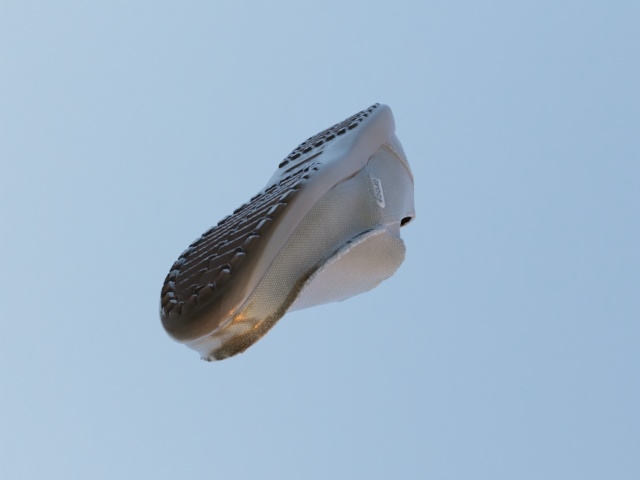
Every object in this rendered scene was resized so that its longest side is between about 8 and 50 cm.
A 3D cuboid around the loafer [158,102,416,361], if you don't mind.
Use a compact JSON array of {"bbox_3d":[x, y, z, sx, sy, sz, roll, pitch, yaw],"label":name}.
[{"bbox_3d":[0.000,0.000,0.430,0.056,0.148,0.050,-28,-78,36],"label":"loafer"}]
